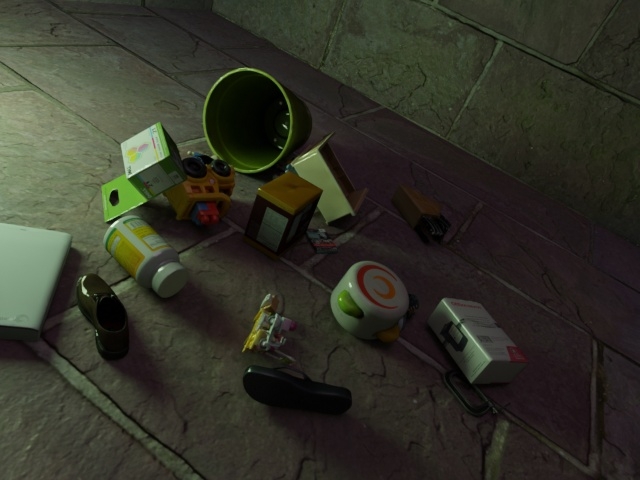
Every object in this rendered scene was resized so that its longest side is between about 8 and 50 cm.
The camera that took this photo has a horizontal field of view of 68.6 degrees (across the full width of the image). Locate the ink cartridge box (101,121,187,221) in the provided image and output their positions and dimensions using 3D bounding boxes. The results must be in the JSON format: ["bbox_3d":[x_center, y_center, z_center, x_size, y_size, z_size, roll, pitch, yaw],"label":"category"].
[{"bbox_3d":[-0.519,-0.190,1.304,0.255,0.097,0.189,-29,48,-2],"label":"ink cartridge box"}]

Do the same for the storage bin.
[{"bbox_3d":[0.046,-0.235,1.714,0.262,0.123,0.260,58,30,-17],"label":"storage bin"}]

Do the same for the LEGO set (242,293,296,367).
[{"bbox_3d":[-0.104,0.222,1.097,0.107,0.132,0.287,30,-2,-9],"label":"LEGO set"}]

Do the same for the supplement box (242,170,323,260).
[{"bbox_3d":[-0.115,-0.078,1.441,0.129,0.194,0.191,31,33,11],"label":"supplement box"}]

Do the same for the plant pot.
[{"bbox_3d":[-0.202,-0.459,1.837,0.366,0.366,0.353,32,21,13],"label":"plant pot"}]

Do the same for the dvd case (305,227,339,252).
[{"bbox_3d":[0.000,0.000,1.572,0.087,0.013,0.119,0,41,-33],"label":"dvd case"}]

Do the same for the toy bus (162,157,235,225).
[{"bbox_3d":[-0.345,-0.131,1.433,0.220,0.149,0.211,-7,57,-43],"label":"toy bus"}]

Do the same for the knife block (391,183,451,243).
[{"bbox_3d":[0.398,-0.101,1.904,0.275,0.088,0.242,31,32,9],"label":"knife block"}]

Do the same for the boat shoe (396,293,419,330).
[{"bbox_3d":[0.253,0.207,1.388,0.083,0.065,0.183,19,32,-6],"label":"boat shoe"}]

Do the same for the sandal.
[{"bbox_3d":[-0.053,0.319,1.014,0.254,0.097,0.054,23,33,-22],"label":"sandal"}]

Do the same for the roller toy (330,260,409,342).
[{"bbox_3d":[0.134,0.168,1.294,0.209,0.146,0.191,24,41,-12],"label":"roller toy"}]

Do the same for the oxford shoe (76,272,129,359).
[{"bbox_3d":[-0.459,0.137,1.003,0.083,0.096,0.227,-12,46,-41],"label":"oxford shoe"}]

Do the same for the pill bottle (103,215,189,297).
[{"bbox_3d":[-0.420,0.041,1.143,0.208,0.117,0.117,38,35,21],"label":"pill bottle"}]

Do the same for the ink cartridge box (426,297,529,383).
[{"bbox_3d":[0.445,0.286,1.346,0.172,0.100,0.237,11,31,-33],"label":"ink cartridge box"}]

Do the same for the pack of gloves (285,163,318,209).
[{"bbox_3d":[-0.025,-0.208,1.730,0.232,0.046,0.195,-27,94,-51],"label":"pack of gloves"}]

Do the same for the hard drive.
[{"bbox_3d":[-0.675,0.076,1.002,0.203,0.040,0.307,10,34,-21],"label":"hard drive"}]

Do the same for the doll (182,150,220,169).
[{"bbox_3d":[-0.428,-0.276,1.660,0.129,0.046,0.189,37,35,18],"label":"doll"}]

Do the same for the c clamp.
[{"bbox_3d":[0.407,0.404,1.252,0.137,0.022,0.161,-15,50,-38],"label":"c clamp"}]

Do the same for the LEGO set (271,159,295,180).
[{"bbox_3d":[-0.064,-0.264,1.820,0.227,0.087,0.093,-21,57,-38],"label":"LEGO set"}]

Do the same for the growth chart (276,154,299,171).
[{"bbox_3d":[-0.072,-0.311,1.966,0.172,0.021,0.237,31,33,12],"label":"growth chart"}]
